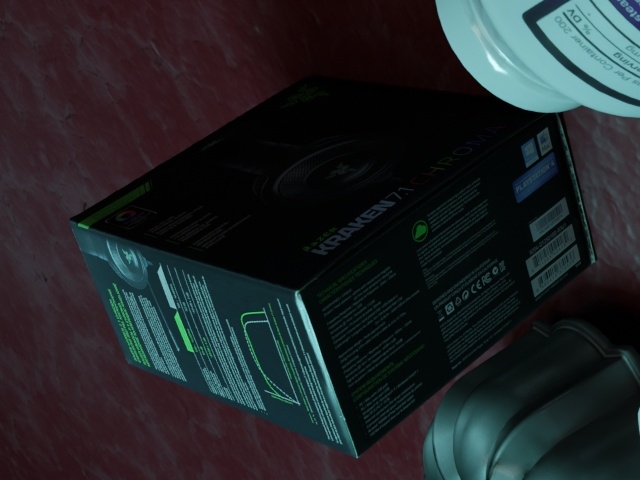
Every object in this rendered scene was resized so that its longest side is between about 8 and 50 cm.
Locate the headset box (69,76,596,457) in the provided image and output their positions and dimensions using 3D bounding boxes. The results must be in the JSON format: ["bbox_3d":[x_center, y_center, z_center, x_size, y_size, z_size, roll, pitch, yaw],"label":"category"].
[{"bbox_3d":[0.000,0.000,1.036,0.283,0.246,0.131,15,131,49],"label":"headset box"}]

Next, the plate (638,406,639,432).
[{"bbox_3d":[0.284,0.219,0.767,0.277,0.045,0.278,170,90,-66],"label":"plate"}]

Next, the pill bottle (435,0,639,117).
[{"bbox_3d":[0.188,-0.169,0.675,0.181,0.181,0.323,57,149,-3],"label":"pill bottle"}]

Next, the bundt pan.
[{"bbox_3d":[0.176,0.227,1.035,0.331,0.124,0.331,57,160,33],"label":"bundt pan"}]
